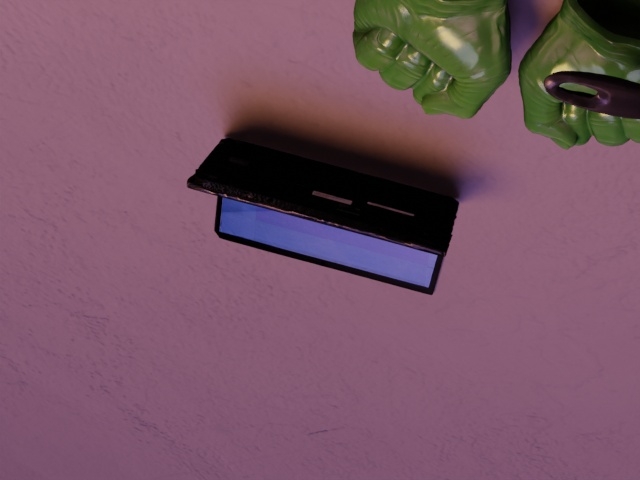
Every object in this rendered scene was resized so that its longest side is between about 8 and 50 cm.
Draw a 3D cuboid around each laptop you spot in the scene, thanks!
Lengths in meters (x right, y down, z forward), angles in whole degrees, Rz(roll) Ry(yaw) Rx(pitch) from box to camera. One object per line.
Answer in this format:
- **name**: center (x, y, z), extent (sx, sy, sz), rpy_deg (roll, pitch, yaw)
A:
- **laptop**: center (0.000, 0.000, 1.690), extent (0.234, 0.264, 0.136), rpy_deg (14, 108, 3)

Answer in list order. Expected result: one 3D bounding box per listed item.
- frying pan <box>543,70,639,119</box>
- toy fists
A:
- **frying pan**: center (0.312, -0.082, 1.435), extent (0.326, 0.053, 0.197), rpy_deg (-4, 138, -10)
- **toy fists**: center (0.161, -0.150, 1.460), extent (0.279, 0.096, 0.142), rpy_deg (14, 145, 3)
